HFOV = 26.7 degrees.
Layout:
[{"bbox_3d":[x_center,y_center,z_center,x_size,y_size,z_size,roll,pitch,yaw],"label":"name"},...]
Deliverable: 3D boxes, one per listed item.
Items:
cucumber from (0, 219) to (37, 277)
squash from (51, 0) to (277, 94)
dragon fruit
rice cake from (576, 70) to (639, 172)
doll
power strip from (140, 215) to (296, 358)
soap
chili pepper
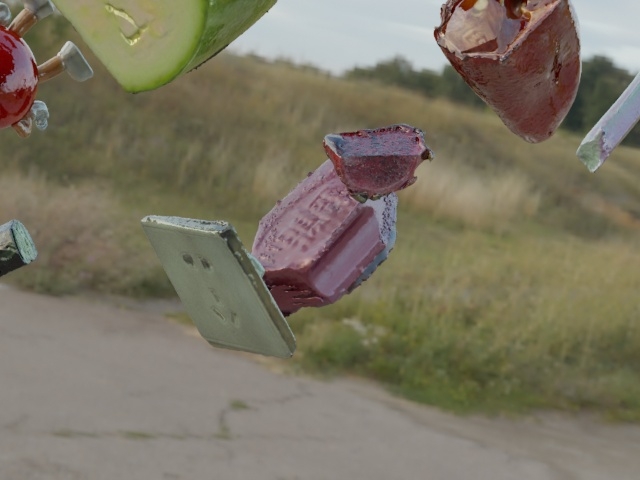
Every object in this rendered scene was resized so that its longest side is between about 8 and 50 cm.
[{"bbox_3d":[-0.478,0.044,1.760,0.211,0.062,0.078,-25,7,8],"label":"cucumber"},{"bbox_3d":[-0.157,-0.353,1.636,0.234,0.210,0.309,49,34,-5],"label":"squash"},{"bbox_3d":[0.080,-0.098,1.871,0.147,0.096,0.102,-5,26,-7],"label":"dragon fruit"},{"bbox_3d":[0.476,-0.206,2.070,0.051,0.081,0.290,35,50,10],"label":"rice cake"},{"bbox_3d":[-0.398,-0.213,1.709,0.085,0.183,0.217,-3,37,40],"label":"doll"},{"bbox_3d":[-0.116,0.047,1.716,0.198,0.213,0.064,6,42,48],"label":"power strip"},{"bbox_3d":[0.000,0.000,2.061,0.182,0.289,0.112,12,-40,48],"label":"soap"},{"bbox_3d":[0.227,-0.201,1.483,0.136,0.144,0.253,-2,-25,25],"label":"chili pepper"}]
